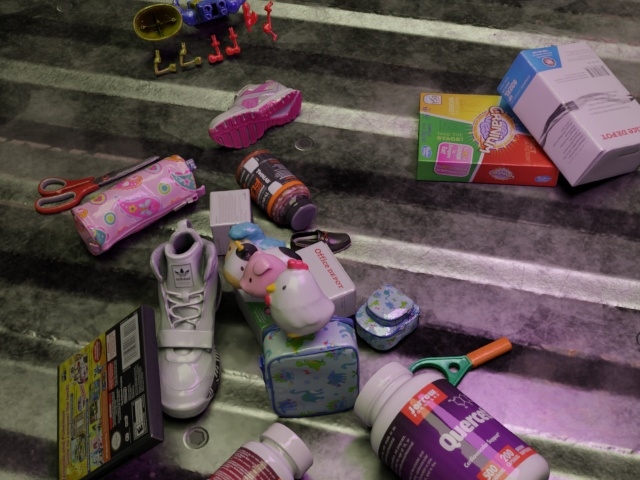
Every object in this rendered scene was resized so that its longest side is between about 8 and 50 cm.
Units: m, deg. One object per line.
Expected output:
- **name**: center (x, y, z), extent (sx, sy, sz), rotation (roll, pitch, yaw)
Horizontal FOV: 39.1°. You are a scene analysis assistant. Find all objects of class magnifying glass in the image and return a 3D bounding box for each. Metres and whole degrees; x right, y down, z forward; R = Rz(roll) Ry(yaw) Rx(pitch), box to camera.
- **magnifying glass**: center (0.264, 0.243, 1.729), extent (0.231, 0.026, 0.092), rotation (-24, 52, -15)

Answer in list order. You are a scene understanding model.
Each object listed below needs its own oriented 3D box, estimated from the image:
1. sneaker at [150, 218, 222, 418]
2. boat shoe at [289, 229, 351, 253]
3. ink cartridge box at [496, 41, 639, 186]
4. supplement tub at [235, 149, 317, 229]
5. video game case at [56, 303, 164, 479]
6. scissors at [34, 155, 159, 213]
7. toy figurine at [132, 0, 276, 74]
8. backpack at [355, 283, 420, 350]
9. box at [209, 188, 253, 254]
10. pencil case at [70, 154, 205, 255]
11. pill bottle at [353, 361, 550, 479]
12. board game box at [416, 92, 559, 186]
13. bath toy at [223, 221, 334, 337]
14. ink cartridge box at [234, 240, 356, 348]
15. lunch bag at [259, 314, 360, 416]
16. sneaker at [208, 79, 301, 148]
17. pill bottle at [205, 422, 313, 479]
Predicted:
- **sneaker**: center (-0.263, 0.139, 1.711), extent (0.137, 0.210, 0.366), rotation (-1, 50, 2)
- **boat shoe**: center (0.000, 0.001, 1.931), extent (0.133, 0.042, 0.049), rotation (-5, 47, -4)
- **ink cartridge box**: center (0.583, -0.289, 2.029), extent (0.223, 0.129, 0.307), rotation (-14, 60, -33)
- **supplement tub**: center (-0.094, -0.107, 1.984), extent (0.106, 0.106, 0.198), rotation (-31, 55, -22)
- **video game case**: center (-0.381, 0.286, 1.611), extent (0.248, 0.035, 0.275), rotation (-35, 47, 24)
- **scissors**: center (-0.510, -0.128, 2.076), extent (0.297, 0.021, 0.109), rotation (-13, 48, -10)
- **toy figurine**: center (-0.312, -0.585, 2.414), extent (0.362, 0.191, 0.217), rotation (-21, 21, -6)
- **backpack**: center (0.127, 0.149, 1.772), extent (0.105, 0.084, 0.114), rotation (35, 62, 30)
- **box**: center (-0.189, -0.039, 1.931), extent (0.087, 0.101, 0.102), rotation (-4, 50, -1)
- **pencil case**: center (-0.397, -0.080, 1.964), extent (0.284, 0.124, 0.124), rotation (-31, 55, -24)
- **pill bottle**: center (0.213, 0.351, 1.533), extent (0.181, 0.181, 0.323), rotation (-37, 58, -26)
- **board game box**: center (0.386, -0.239, 2.105), extent (0.316, 0.064, 0.242), rotation (3, 50, 4)
- **bath toy**: center (-0.085, 0.061, 1.614), extent (0.151, 0.129, 0.348), rotation (-15, 19, -14)
- **ink cartridge box**: center (-0.051, 0.110, 1.808), extent (0.208, 0.087, 0.153), rotation (-22, 51, -15)
- **lunch bag**: center (-0.019, 0.229, 1.620), extent (0.176, 0.219, 0.090), rotation (-9, 49, -4)
- **sneaker**: center (-0.171, -0.309, 2.171), extent (0.252, 0.103, 0.111), rotation (-29, 50, -29)
- **pill bottle**: center (-0.122, 0.419, 1.526), extent (0.121, 0.121, 0.221), rotation (34, 59, 27)
